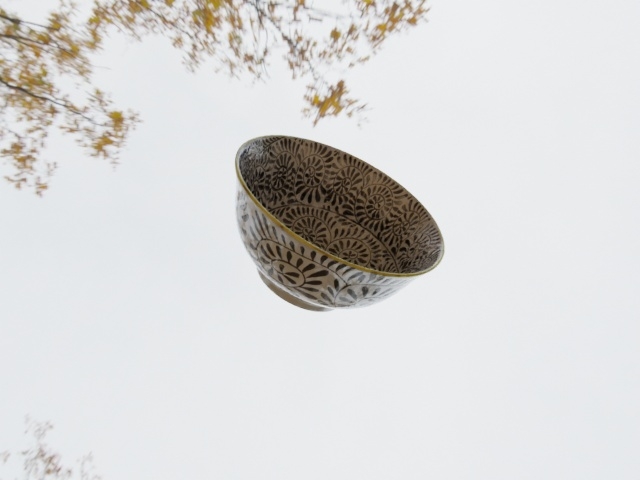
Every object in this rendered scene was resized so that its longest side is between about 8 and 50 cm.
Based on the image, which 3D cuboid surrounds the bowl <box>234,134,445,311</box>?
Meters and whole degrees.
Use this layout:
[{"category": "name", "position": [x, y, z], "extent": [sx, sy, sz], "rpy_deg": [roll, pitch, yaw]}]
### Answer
[{"category": "bowl", "position": [0.000, 0.000, 0.759], "extent": [0.170, 0.170, 0.080], "rpy_deg": [27, -62, -3]}]
